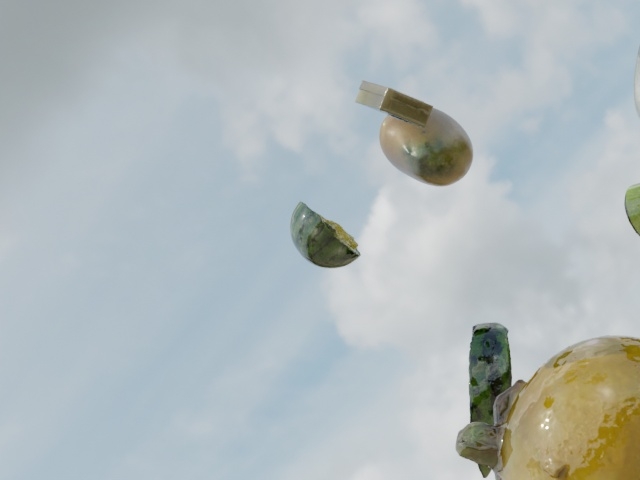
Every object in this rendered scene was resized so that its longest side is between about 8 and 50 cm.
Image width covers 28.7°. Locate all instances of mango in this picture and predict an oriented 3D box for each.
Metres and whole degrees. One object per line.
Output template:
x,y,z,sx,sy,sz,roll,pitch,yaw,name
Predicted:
0.186,-0.158,2.139,0.151,0.221,0.120,7,-69,-26,mango

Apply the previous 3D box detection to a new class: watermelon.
0.253,0.224,1.868,0.063,0.245,0.119,-2,-25,7,watermelon
0.000,0.000,1.612,0.062,0.105,0.105,-51,-29,4,watermelon

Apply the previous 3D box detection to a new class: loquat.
0.352,0.277,1.590,0.359,0.328,0.328,8,-36,3,loquat

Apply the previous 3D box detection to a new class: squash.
0.557,-0.065,1.953,0.105,0.105,0.132,-8,-16,-44,squash

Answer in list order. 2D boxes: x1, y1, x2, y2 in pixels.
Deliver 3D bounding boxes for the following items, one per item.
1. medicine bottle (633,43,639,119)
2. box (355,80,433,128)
0.635,-0.248,1.811,0.306,0.245,0.245,11,-42,-3,medicine bottle
0.100,-0.189,1.728,0.079,0.083,0.035,18,-85,-27,box
